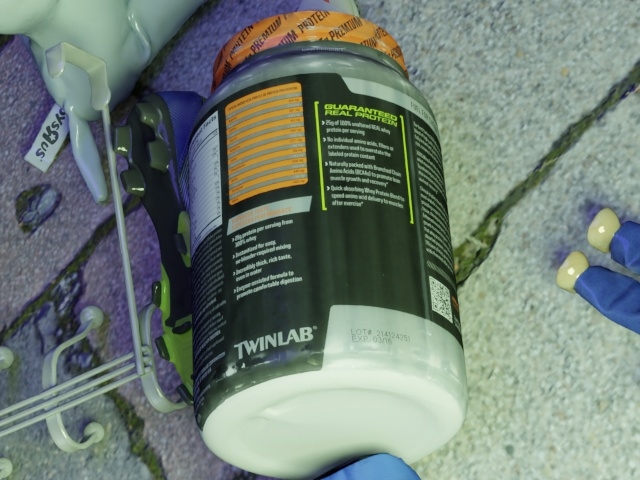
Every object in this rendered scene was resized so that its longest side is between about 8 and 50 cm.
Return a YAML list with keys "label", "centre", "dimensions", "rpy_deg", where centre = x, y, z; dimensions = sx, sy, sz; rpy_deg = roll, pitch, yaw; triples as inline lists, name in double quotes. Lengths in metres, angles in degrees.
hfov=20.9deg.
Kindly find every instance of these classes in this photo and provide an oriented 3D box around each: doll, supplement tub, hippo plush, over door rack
- label: "doll"
  centre: [0.246, 0.049, 1.138]
  dimensions: [0.189, 0.046, 0.129]
  rpy_deg: [29, 77, 39]
- label: "supplement tub"
  centre: [0.000, 0.000, 1.268]
  dimensions: [0.194, 0.193, 0.316]
  rpy_deg: [-23, 54, 29]
- label: "hippo plush"
  centre: [-0.265, -0.239, 1.590]
  dimensions: [0.234, 0.236, 0.294]
  rpy_deg: [27, 85, 45]
- label: "over door rack"
  centre: [-0.235, 0.024, 1.487]
  dimensions: [0.240, 0.108, 0.324]
  rpy_deg: [-24, 75, 28]

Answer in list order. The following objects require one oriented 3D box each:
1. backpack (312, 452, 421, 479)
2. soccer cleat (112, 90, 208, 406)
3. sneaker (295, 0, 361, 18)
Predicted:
- label: "backpack"
  centre: [0.027, 0.212, 1.200]
  dimensions: [0.120, 0.098, 0.101]
  rpy_deg: [-32, 58, 6]
- label: "soccer cleat"
  centre: [-0.081, 0.009, 1.399]
  dimensions: [0.093, 0.121, 0.289]
  rpy_deg: [-37, 62, 48]
- label: "sneaker"
  centre: [-0.013, -0.160, 1.450]
  dimensions: [0.057, 0.075, 0.161]
  rpy_deg: [-9, 62, 36]
